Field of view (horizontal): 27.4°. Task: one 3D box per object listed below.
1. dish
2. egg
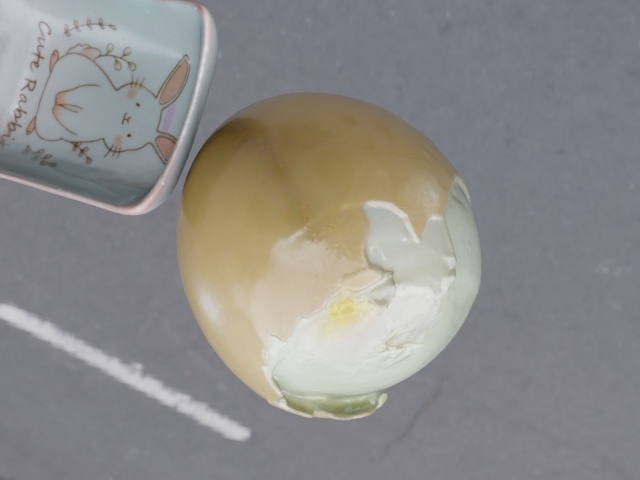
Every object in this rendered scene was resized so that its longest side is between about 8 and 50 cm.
[{"bbox_3d":[-0.167,-0.104,0.929,0.212,0.151,0.077,16,176,26],"label":"dish"},{"bbox_3d":[0.000,0.000,0.880,0.201,0.244,0.201,-17,131,-21],"label":"egg"}]
